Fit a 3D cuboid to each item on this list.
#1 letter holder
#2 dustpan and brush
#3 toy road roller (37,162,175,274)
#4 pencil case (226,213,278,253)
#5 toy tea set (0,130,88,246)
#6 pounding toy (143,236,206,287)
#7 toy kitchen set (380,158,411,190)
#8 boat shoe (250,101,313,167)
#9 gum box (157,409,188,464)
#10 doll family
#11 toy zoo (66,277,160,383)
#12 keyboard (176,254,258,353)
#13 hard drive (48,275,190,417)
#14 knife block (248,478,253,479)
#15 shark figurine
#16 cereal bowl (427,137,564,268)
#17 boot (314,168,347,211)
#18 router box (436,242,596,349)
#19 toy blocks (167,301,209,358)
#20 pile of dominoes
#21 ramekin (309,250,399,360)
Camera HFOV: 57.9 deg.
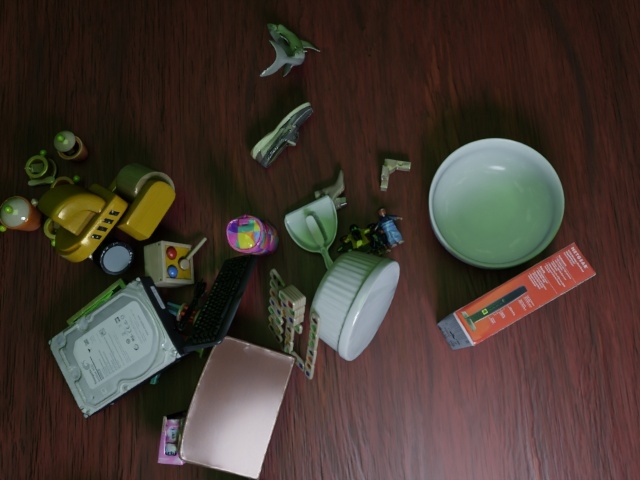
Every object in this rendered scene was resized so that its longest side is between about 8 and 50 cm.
[{"bbox_3d":[-0.218,0.396,1.428,0.214,0.152,0.301,20,80,-15],"label":"letter holder"},{"bbox_3d":[0.000,0.000,1.567,0.147,0.060,0.211,-25,90,11],"label":"dustpan and brush"},{"bbox_3d":[-0.573,-0.090,1.523,0.202,0.240,0.329,23,75,44],"label":"toy road roller"},{"bbox_3d":[-0.173,-0.012,1.509,0.104,0.236,0.104,0,87,5],"label":"pencil case"},{"bbox_3d":[-0.786,-0.158,1.645,0.200,0.124,0.336,7,79,7],"label":"toy tea set"},{"bbox_3d":[-0.389,0.056,1.568,0.100,0.141,0.130,-14,76,31],"label":"pounding toy"},{"bbox_3d":[0.206,-0.181,1.587,0.075,0.068,0.083,9,80,7],"label":"toy kitchen set"},{"bbox_3d":[-0.096,-0.295,1.638,0.223,0.080,0.073,-42,83,1],"label":"boat shoe"},{"bbox_3d":[-0.340,0.485,1.437,0.062,0.188,0.107,2,79,6],"label":"gum box"},{"bbox_3d":[0.134,-0.013,1.560,0.193,0.076,0.111,-23,73,-5],"label":"doll family"},{"bbox_3d":[-0.535,0.274,1.579,0.192,0.030,0.293,-39,78,-3],"label":"toy zoo"},{"bbox_3d":[-0.280,0.156,1.481,0.202,0.033,0.317,-19,32,27],"label":"keyboard"},{"bbox_3d":[-0.528,0.277,1.501,0.339,0.064,0.237,-33,80,16],"label":"hard drive"},{"bbox_3d":[-0.121,0.690,1.346,0.088,0.242,0.275,-36,78,-1],"label":"knife block"},{"bbox_3d":[-0.094,-0.517,1.656,0.166,0.278,0.116,23,122,-18],"label":"shark figurine"},{"bbox_3d":[0.443,-0.085,1.508,0.339,0.141,0.339,-1,78,4],"label":"cereal bowl"},{"bbox_3d":[0.027,-0.137,1.609,0.087,0.042,0.118,-6,77,6],"label":"boot"},{"bbox_3d":[0.439,0.145,1.361,0.301,0.335,0.082,-30,76,-1],"label":"router box"},{"bbox_3d":[-0.362,0.237,1.560,0.148,0.054,0.123,19,80,9],"label":"toy blocks"},{"bbox_3d":[-0.084,0.214,1.445,0.040,0.251,0.196,-24,49,-33],"label":"pile of dominoes"},{"bbox_3d":[0.081,0.149,1.439,0.127,0.273,0.273,26,82,21],"label":"ramekin"}]
